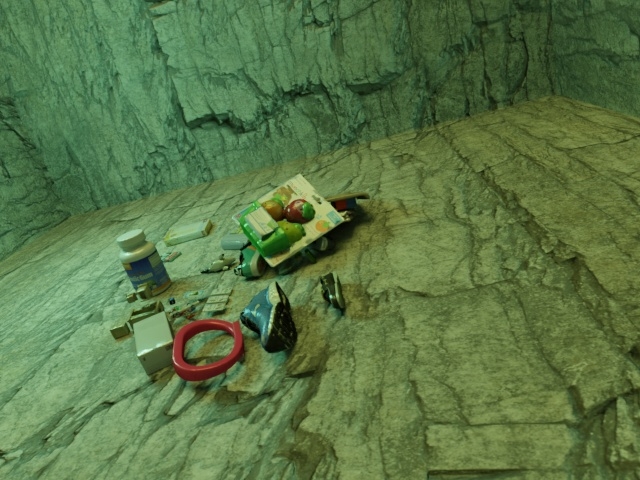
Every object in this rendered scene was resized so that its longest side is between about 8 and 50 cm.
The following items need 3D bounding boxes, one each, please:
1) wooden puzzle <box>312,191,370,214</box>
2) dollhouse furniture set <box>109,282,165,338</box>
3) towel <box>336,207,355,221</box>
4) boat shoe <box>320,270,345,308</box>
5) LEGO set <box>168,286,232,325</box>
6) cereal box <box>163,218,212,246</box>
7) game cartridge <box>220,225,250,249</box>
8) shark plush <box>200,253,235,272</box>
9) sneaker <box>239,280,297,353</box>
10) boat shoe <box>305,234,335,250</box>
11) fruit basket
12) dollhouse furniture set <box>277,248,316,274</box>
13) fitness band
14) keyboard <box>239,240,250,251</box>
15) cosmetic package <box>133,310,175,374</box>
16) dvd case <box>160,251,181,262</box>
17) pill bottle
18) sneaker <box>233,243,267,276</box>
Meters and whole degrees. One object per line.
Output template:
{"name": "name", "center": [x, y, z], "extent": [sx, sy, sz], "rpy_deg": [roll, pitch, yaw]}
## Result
{"name": "wooden puzzle", "center": [0.034, -0.170, 2.100], "extent": [0.348, 0.080, 0.322], "rpy_deg": [-7, 6, -4]}
{"name": "dollhouse furniture set", "center": [-0.704, 0.249, 1.687], "extent": [0.182, 0.160, 0.101], "rpy_deg": [-17, 23, -3]}
{"name": "towel", "center": [-0.014, -0.092, 2.041], "extent": [0.332, 0.053, 0.317], "rpy_deg": [-11, 5, 9]}
{"name": "boat shoe", "center": [0.036, 0.170, 1.487], "extent": [0.069, 0.081, 0.227], "rpy_deg": [-18, 16, 4]}
{"name": "LEGO set", "center": [-0.466, 0.247, 1.707], "extent": [0.245, 0.060, 0.182], "rpy_deg": [-6, 20, 2]}
{"name": "cereal box", "center": [-0.739, -0.046, 2.529], "extent": [0.241, 0.047, 0.173], "rpy_deg": [-14, 23, 4]}
{"name": "game cartridge", "center": [-0.358, -0.042, 2.263], "extent": [0.196, 0.060, 0.294], "rpy_deg": [-6, 24, 32]}
{"name": "shark plush", "center": [-0.453, 0.119, 1.997], "extent": [0.161, 0.073, 0.067], "rpy_deg": [-34, 1, 9]}
{"name": "sneaker", "center": [-0.167, 0.255, 1.402], "extent": [0.147, 0.129, 0.330], "rpy_deg": [-31, 20, 3]}
{"name": "boat shoe", "center": [0.000, 0.000, 1.904], "extent": [0.076, 0.080, 0.228], "rpy_deg": [6, 3, -22]}
{"name": "fruit basket", "center": [-0.138, -0.098, 1.826], "extent": [0.353, 0.165, 0.327], "rpy_deg": [-36, 61, -9]}
{"name": "dollhouse furniture set", "center": [-0.095, 0.096, 1.807], "extent": [0.152, 0.058, 0.076], "rpy_deg": [-34, 29, 8]}
{"name": "fitness band", "center": [-0.339, 0.322, 1.371], "extent": [0.209, 0.054, 0.291], "rpy_deg": [-10, 22, -10]}
{"name": "keyboard", "center": [-0.317, 0.009, 2.044], "extent": [0.100, 0.038, 0.192], "rpy_deg": [-41, -4, 18]}
{"name": "cosmetic package", "center": [-0.543, 0.333, 1.492], "extent": [0.118, 0.085, 0.231], "rpy_deg": [-23, 26, -16]}
{"name": "dvd case", "center": [-0.779, 0.086, 2.300], "extent": [0.120, 0.013, 0.087], "rpy_deg": [-3, 26, 27]}
{"name": "pill bottle", "center": [-0.762, 0.096, 1.932], "extent": [0.153, 0.271, 0.152], "rpy_deg": [-14, 23, 6]}
{"name": "sneaker", "center": [-0.281, 0.053, 1.919], "extent": [0.121, 0.108, 0.302], "rpy_deg": [-6, 26, 13]}
